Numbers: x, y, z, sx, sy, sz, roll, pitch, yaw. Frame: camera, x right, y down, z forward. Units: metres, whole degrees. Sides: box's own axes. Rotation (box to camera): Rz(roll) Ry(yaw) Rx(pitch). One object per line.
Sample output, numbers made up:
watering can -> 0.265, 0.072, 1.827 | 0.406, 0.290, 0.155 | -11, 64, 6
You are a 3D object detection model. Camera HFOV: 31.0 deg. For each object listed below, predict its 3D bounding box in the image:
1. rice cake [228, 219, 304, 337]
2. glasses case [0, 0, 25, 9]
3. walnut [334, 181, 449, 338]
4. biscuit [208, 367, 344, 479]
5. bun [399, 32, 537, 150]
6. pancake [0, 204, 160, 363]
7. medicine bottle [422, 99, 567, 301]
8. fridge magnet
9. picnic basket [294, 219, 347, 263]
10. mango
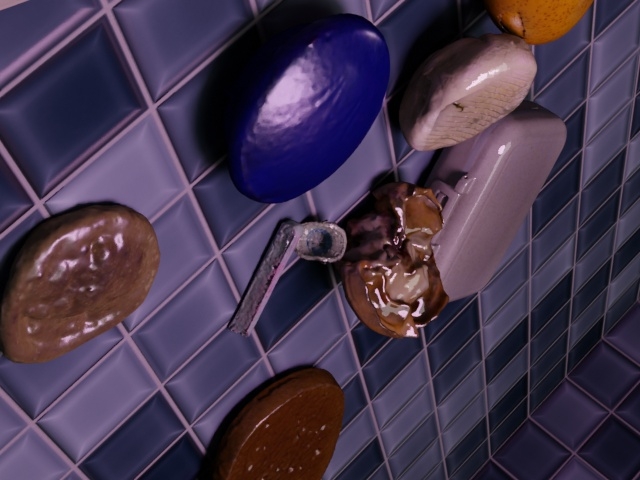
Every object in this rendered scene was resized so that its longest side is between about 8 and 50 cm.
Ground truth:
rice cake -> -0.081, 0.058, 1.694 | 0.033, 0.033, 0.207 | -20, 142, -61
glasses case -> -0.286, -0.239, 0.993 | 0.204, 0.051, 0.081 | -29, 145, -37
walnut -> 0.106, 0.039, 1.808 | 0.204, 0.141, 0.238 | 47, 62, -34
biscuit -> -0.103, 0.390, 2.028 | 0.350, 0.070, 0.394 | -20, 139, -42
bun -> 0.208, -0.227, 1.682 | 0.210, 0.116, 0.237 | -12, 160, -48
pancake -> -0.284, 0.061, 1.366 | 0.242, 0.050, 0.242 | -36, 148, -26
medicine bottle -> 0.267, -0.064, 1.976 | 0.282, 0.123, 0.375 | -12, 134, -53
fridge magnet -> -0.019, -0.164, 1.428 | 0.265, 0.113, 0.265 | -36, 148, -27
picnic basket -> 0.000, 0.000, 1.704 | 0.083, 0.083, 0.065 | -162, -100, -81
mango -> 0.320, -0.376, 1.655 | 0.191, 0.160, 0.290 | -55, 163, -5
